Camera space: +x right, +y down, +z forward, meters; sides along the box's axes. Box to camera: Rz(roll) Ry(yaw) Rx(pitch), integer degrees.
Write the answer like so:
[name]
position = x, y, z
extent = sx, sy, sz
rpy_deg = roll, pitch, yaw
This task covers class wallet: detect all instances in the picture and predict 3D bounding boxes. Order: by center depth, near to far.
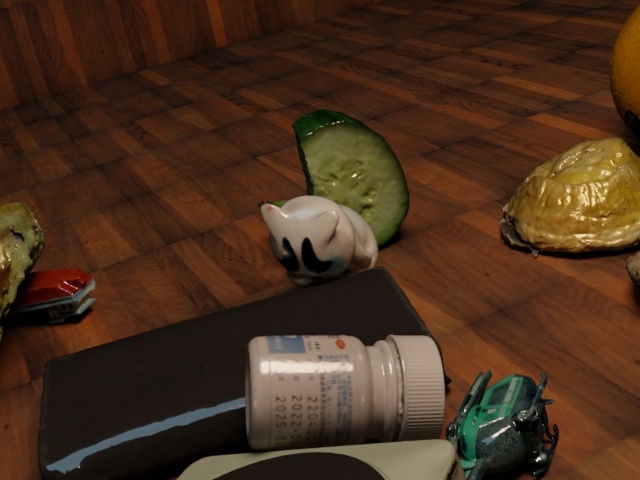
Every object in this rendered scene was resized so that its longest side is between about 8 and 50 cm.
[wallet]
position = -0.089, 0.140, 0.927
extent = 0.406, 0.062, 0.228
rpy_deg = -14, 25, -9

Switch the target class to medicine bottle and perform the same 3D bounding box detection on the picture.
[medicine bottle]
position = 0.018, 0.136, 0.782
extent = 0.168, 0.105, 0.105
rpy_deg = 1, 24, -9

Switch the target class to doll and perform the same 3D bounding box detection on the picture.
[doll]
position = 0.002, 0.004, 1.068
extent = 0.110, 0.107, 0.180
rpy_deg = -1, -5, 19

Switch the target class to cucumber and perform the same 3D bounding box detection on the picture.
[cucumber]
position = 0.028, -0.078, 1.203
extent = 0.191, 0.191, 0.130
rpy_deg = -17, 26, -13

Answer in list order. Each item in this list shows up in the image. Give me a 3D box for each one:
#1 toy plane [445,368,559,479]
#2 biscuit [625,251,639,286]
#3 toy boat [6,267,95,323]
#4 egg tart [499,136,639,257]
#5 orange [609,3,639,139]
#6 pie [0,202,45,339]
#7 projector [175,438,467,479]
[toy plane]
position = 0.144, 0.176, 0.755
extent = 0.096, 0.060, 0.235
rpy_deg = -6, 21, 30
[biscuit]
position = 0.458, 0.007, 0.983
extent = 0.289, 0.038, 0.141
rpy_deg = -12, 9, -9
[toy boat]
position = -0.377, 0.078, 1.180
extent = 0.173, 0.059, 0.069
rpy_deg = -7, 24, 24
[egg tart]
position = 0.348, -0.067, 1.146
extent = 0.252, 0.098, 0.232
rpy_deg = -31, 28, -29
[orange]
position = 0.544, -0.245, 1.231
extent = 0.274, 0.274, 0.274
rpy_deg = -9, 25, 4
[pie]
position = -0.524, 0.103, 1.046
extent = 0.395, 0.180, 0.418
rpy_deg = -19, 20, 11
[projector]
position = -0.044, 0.247, 0.622
extent = 0.259, 0.079, 0.257
rpy_deg = -11, 18, 30
